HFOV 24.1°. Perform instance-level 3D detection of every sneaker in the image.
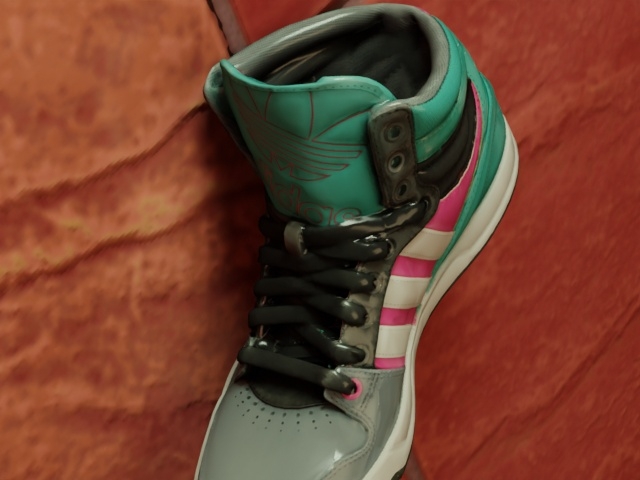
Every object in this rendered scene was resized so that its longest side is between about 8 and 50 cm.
[{"bbox_3d":[0.000,0.000,0.703,0.295,0.124,0.178,-64,145,-28],"label":"sneaker"}]
